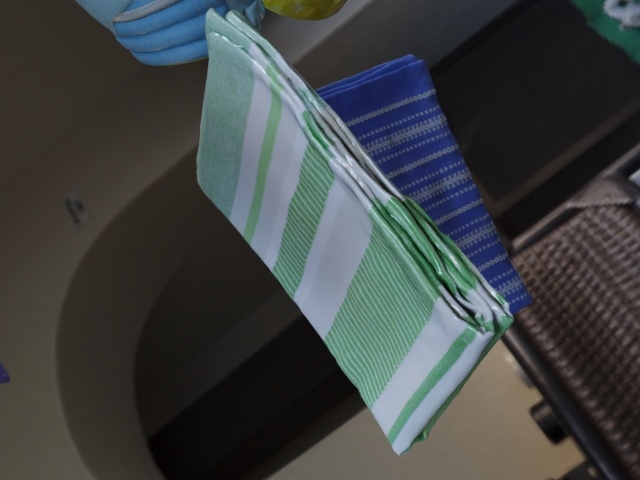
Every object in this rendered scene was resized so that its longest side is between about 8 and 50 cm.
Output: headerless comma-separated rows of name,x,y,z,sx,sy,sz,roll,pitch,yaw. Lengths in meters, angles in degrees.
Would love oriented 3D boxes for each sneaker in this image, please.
sneaker,-0.083,-0.284,0.780,0.127,0.319,0.208,38,171,46

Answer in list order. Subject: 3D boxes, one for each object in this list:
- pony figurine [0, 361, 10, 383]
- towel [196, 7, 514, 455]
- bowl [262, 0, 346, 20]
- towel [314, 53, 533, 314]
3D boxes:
pony figurine,-0.497,0.282,1.047,0.351,0.303,0.363,22,-113,-24
towel,0.000,0.000,0.732,0.325,0.038,0.248,50,153,20
bowl,-0.035,-0.465,1.273,0.289,0.156,0.289,23,-132,-28
towel,0.096,-0.031,1.043,0.040,0.243,0.336,-24,91,56
